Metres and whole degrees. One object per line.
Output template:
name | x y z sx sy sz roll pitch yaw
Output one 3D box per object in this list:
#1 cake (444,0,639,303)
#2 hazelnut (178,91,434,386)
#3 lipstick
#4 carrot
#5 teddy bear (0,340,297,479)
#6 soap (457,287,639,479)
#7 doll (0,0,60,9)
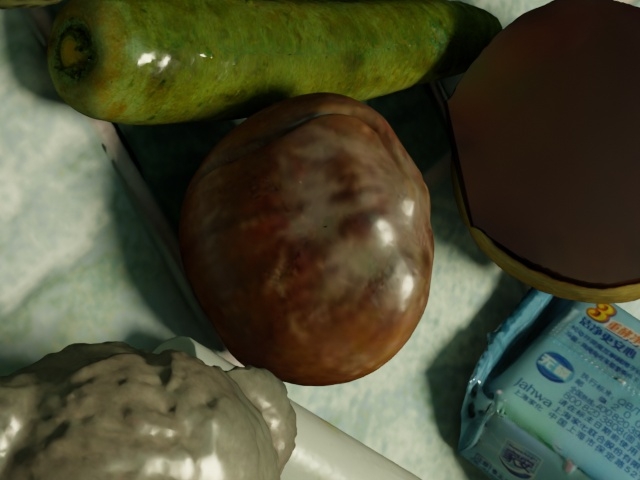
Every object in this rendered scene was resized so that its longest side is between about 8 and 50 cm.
cake | 0.176 -0.054 0.793 0.208 0.178 0.185 19 85 1
hazelnut | 0.000 0.000 0.627 0.143 0.143 0.154 5 64 -41
lipstick | 0.004 0.138 0.672 0.264 0.059 0.059 37 62 -33
carrot | 0.000 -0.114 0.696 0.359 0.074 0.074 -11 92 -45
teddy bear | -0.102 0.178 0.509 0.236 0.151 0.267 2 84 -44
soap | 0.229 0.150 0.767 0.156 0.293 0.077 -37 154 -37
doll | -0.178 -0.171 0.469 0.261 0.177 0.161 -15 91 -40
